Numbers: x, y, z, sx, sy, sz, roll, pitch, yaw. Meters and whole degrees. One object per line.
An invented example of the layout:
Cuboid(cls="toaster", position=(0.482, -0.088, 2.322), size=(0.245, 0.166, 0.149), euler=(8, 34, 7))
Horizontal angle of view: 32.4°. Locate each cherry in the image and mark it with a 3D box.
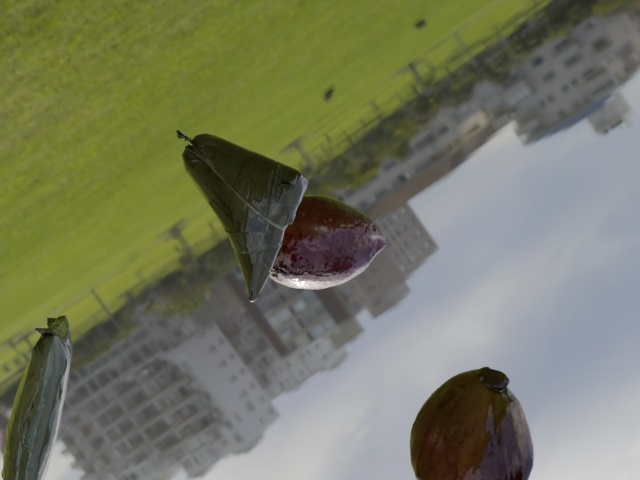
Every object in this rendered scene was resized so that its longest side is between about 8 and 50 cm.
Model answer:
Cuboid(cls="cherry", position=(0.000, 0.000, 1.983), size=(0.250, 0.175, 0.192), euler=(1, 169, -13))

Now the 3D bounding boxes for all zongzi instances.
Cuboid(cls="zongzi", position=(-0.130, -0.036, 1.389), size=(0.081, 0.189, 0.178), euler=(0, 113, -86))

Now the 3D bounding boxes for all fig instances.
Cuboid(cls="fig", position=(0.273, 0.362, 1.962), size=(0.224, 0.263, 0.224), euler=(1, 166, 0))

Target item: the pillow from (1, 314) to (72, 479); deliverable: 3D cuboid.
Cuboid(cls="pillow", position=(-0.306, 0.187, 1.183), size=(0.119, 0.053, 0.208), euler=(-148, -109, -74))
